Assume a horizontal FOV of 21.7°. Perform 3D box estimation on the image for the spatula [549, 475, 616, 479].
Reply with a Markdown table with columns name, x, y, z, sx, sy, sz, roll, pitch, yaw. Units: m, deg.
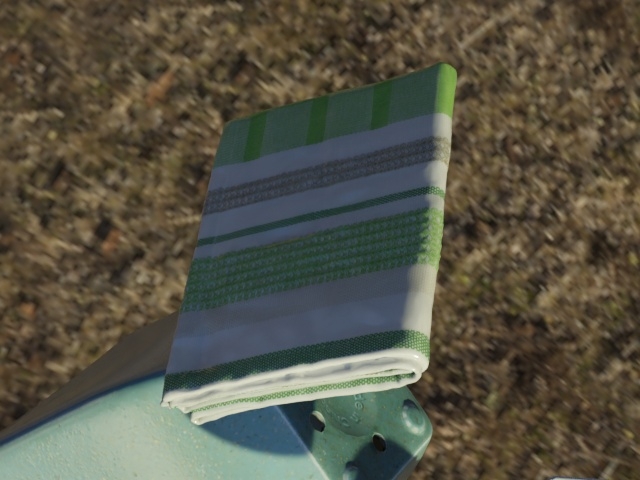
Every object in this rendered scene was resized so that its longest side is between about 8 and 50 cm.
| name | x | y | z | sx | sy | sz | roll | pitch | yaw |
| --- | --- | --- | --- | --- | --- | --- | --- | --- | --- |
| spatula | 0.350 | 0.271 | 1.618 | 0.242 | 0.168 | 0.019 | 1 | 59 | 17 |

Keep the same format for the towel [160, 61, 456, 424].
| name | x | y | z | sx | sy | sz | roll | pitch | yaw |
| --- | --- | --- | --- | --- | --- | --- | --- | --- | --- |
| towel | 0.000 | 0.000 | 0.664 | 0.113 | 0.023 | 0.152 | -11 | 47 | 25 |

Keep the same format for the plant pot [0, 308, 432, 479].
| name | x | y | z | sx | sy | sz | roll | pitch | yaw |
| --- | --- | --- | --- | --- | --- | --- | --- | --- | --- |
| plant pot | -0.062 | 0.168 | 1.314 | 0.252 | 0.247 | 0.248 | -33 | 94 | 35 |
